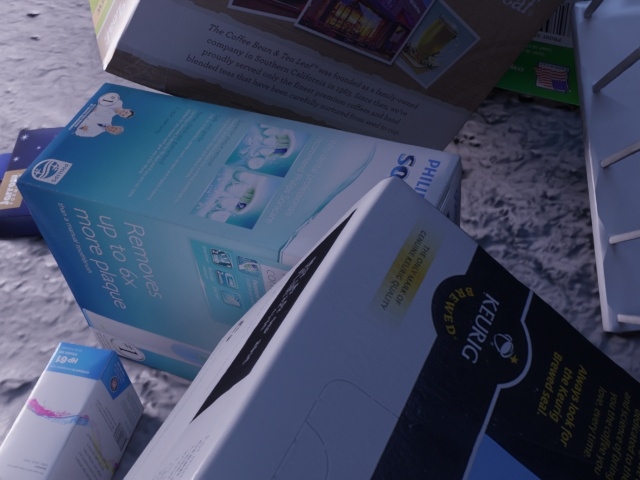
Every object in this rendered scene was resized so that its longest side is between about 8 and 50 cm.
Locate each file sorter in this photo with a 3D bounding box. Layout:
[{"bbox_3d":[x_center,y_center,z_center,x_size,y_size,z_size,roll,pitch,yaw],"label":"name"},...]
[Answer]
[{"bbox_3d":[0.315,-0.076,0.631,0.192,0.173,0.278,-5,85,3],"label":"file sorter"}]

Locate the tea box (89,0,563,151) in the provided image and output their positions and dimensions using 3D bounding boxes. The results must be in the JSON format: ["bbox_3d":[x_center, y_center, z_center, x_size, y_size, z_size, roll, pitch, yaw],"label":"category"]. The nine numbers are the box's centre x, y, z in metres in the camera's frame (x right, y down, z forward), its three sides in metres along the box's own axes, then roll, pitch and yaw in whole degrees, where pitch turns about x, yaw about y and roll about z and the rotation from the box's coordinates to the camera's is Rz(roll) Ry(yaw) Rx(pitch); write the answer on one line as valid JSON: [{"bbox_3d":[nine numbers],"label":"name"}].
[{"bbox_3d":[-0.021,-0.272,0.762,0.328,0.220,0.324,14,37,-33],"label":"tea box"}]

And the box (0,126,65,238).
[{"bbox_3d":[-0.253,-0.066,0.888,0.225,0.037,0.137,-6,47,5],"label":"box"}]

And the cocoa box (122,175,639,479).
[{"bbox_3d":[0.000,0.190,0.411,0.228,0.231,0.347,39,48,-6],"label":"cocoa box"}]

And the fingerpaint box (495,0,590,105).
[{"bbox_3d":[0.422,-0.289,0.906,0.444,0.163,0.371,17,53,20],"label":"fingerpaint box"}]

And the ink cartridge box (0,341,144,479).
[{"bbox_3d":[-0.189,0.153,0.640,0.052,0.089,0.123,7,49,14],"label":"ink cartridge box"}]

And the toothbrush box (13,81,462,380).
[{"bbox_3d":[-0.048,0.020,0.656,0.295,0.216,0.126,14,52,18],"label":"toothbrush box"}]
